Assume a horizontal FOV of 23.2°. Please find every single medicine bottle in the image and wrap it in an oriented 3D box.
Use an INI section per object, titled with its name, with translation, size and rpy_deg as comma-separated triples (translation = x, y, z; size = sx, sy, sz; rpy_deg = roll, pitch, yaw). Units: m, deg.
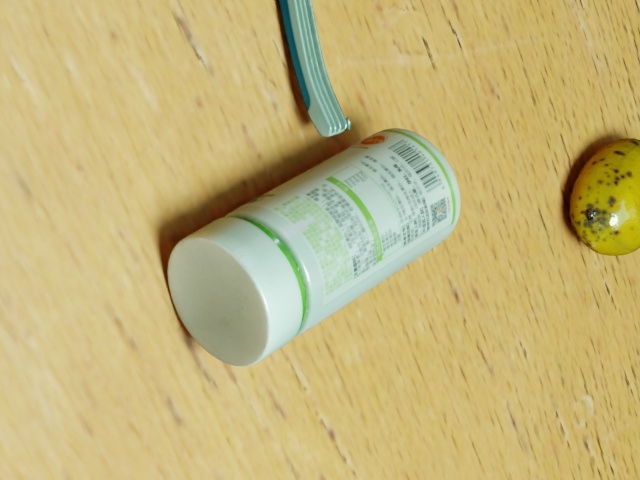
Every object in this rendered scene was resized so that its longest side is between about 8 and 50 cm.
[medicine bottle]
translation = 0.000, 0.000, 0.957
size = 0.183, 0.086, 0.086
rpy_deg = -30, 113, -40

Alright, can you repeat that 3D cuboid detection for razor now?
[razor]
translation = -0.011, -0.160, 0.970
size = 0.068, 0.037, 0.191
rpy_deg = -22, 110, -47

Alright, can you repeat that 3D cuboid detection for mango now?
[mango]
translation = 0.235, -0.035, 1.214
size = 0.114, 0.057, 0.079
rpy_deg = -46, 115, -38
